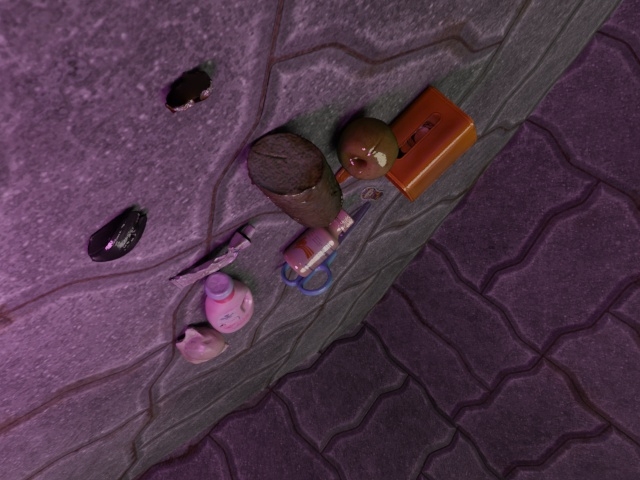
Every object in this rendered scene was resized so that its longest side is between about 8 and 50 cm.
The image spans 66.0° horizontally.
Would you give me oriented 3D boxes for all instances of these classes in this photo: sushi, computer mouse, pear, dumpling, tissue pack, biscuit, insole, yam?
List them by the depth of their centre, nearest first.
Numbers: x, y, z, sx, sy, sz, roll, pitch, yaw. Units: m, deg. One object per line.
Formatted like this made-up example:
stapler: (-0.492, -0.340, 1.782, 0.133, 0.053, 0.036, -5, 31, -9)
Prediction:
sushi: (-0.214, -0.238, 0.793, 0.083, 0.044, 0.046, -36, -178, -13)
computer mouse: (-0.383, -0.002, 0.943, 0.135, 0.047, 0.079, -44, 163, -1)
yam: (-0.048, -0.133, 1.150, 0.168, 0.168, 0.304, -42, 163, 0)
pear: (0.122, -0.239, 1.275, 0.136, 0.167, 0.167, -52, 168, -29)
tissue pack: (0.299, -0.284, 1.467, 0.274, 0.194, 0.145, -46, 161, 7)
biscuit: (0.079, -0.207, 1.473, 0.091, 0.015, 0.078, -46, 163, 10)
dumpling: (-0.389, 0.342, 1.606, 0.136, 0.118, 0.199, -35, 135, 9)
insole: (0.189, -0.169, 1.800, 0.065, 0.004, 0.197, -48, 160, 16)

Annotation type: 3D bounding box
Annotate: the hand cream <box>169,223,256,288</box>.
hand cream: (-0.271, 0.047, 1.285, 0.257, 0.050, 0.084, -37, 164, -6)

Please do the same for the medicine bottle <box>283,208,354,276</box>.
medicine bottle: (0.000, 0.000, 1.619, 0.252, 0.114, 0.114, -43, 162, 2)

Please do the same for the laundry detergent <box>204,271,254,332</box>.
laundry detergent: (-0.282, 0.188, 1.506, 0.159, 0.088, 0.335, -41, 162, -18)

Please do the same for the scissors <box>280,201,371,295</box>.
scissors: (0.050, 0.010, 1.739, 0.447, 0.193, 0.029, -47, 143, -25)
